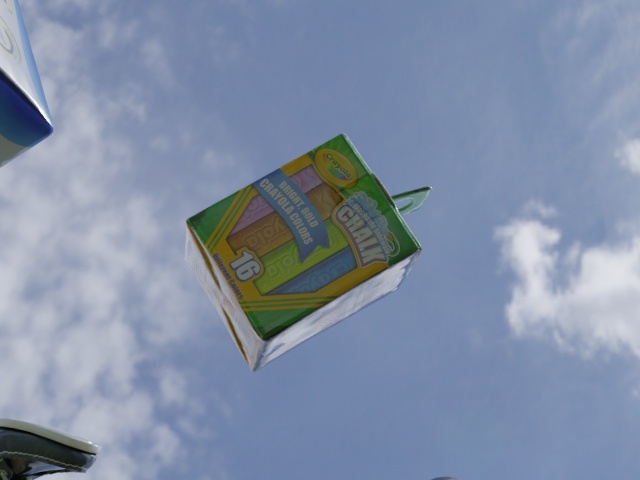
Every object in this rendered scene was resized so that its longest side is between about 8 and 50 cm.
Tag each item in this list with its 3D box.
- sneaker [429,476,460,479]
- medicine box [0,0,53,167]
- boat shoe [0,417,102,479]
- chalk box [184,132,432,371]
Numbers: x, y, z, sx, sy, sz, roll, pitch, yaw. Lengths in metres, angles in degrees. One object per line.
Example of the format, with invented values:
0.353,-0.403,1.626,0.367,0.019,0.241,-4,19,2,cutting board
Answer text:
0.041,0.242,1.092,0.268,0.153,0.101,10,-80,8,sneaker
-0.375,-0.135,1.043,0.289,0.263,0.149,-31,-38,10,medicine box
-0.324,0.218,1.395,0.254,0.079,0.095,1,-24,33,boat shoe
0.000,0.000,1.258,0.213,0.132,0.132,-30,-102,-15,chalk box
